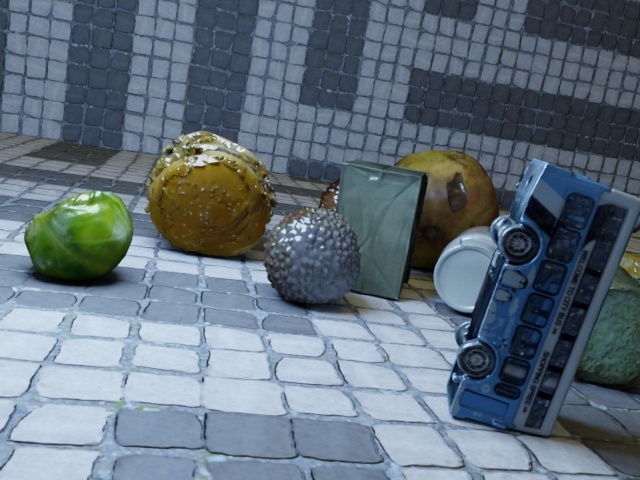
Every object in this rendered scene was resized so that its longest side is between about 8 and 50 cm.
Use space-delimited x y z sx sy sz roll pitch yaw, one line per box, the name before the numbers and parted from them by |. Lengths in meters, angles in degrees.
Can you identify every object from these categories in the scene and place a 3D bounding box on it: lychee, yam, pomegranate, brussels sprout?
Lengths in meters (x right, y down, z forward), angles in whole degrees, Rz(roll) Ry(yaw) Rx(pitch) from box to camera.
lychee | 0.091 -0.074 1.667 0.188 0.188 0.188 9 11 -2
yam | 0.423 0.114 1.010 0.161 0.161 0.268 12 11 13
pomegranate | 0.265 -0.068 1.499 0.282 0.281 0.281 9 11 -2
brussels sprout | -0.359 0.002 1.001 0.152 0.122 0.149 -23 -8 19
lychee | -0.013 0.033 1.083 0.165 0.197 0.165 2 45 -2

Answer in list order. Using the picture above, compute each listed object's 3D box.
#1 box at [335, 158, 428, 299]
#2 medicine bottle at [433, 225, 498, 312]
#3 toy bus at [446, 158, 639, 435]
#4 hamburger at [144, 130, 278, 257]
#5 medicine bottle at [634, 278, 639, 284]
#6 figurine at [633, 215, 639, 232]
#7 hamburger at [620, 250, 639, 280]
box | 0.107 -0.025 1.239 0.156 0.231 0.149 13 11 10
medicine bottle | 0.300 0.051 1.256 0.145 0.144 0.252 13 11 15
toy bus | 0.239 0.065 0.741 0.131 0.297 0.106 17 12 5
hamburger | -0.222 -0.094 1.281 0.245 0.260 0.211 -21 29 2
medicine bottle | 0.597 0.132 1.184 0.352 0.110 0.110 13 11 14
figurine | 0.540 0.013 1.500 0.285 0.166 0.343 -5 7 -42
hamburger | 0.739 0.107 1.368 0.284 0.144 0.259 2 8 -15
